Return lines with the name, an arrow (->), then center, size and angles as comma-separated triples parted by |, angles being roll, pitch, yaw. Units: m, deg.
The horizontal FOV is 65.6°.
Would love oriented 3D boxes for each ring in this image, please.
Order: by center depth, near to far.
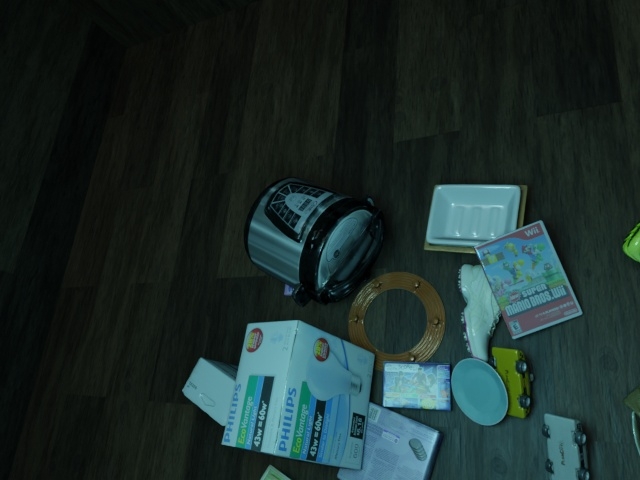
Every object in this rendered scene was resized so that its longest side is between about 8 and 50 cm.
ring -> 0.240, 0.261, 1.628 | 0.336, 0.032, 0.337 | -11, 65, 24

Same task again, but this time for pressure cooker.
pressure cooker -> 0.003, 0.002, 1.671 | 0.420, 0.375, 0.370 | 26, 112, 34

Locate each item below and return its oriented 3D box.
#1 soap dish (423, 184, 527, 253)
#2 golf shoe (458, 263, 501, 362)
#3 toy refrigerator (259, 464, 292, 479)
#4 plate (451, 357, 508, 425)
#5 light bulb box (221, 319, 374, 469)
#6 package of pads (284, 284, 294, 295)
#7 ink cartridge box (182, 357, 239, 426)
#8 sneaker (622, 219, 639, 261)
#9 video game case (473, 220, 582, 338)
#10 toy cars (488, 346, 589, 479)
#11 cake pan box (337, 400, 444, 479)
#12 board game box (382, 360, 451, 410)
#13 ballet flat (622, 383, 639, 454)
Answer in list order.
soap dish -> 0.491, -0.061, 1.570 | 0.290, 0.118, 0.229 | 4, 72, 30
golf shoe -> 0.488, 0.210, 1.466 | 0.140, 0.115, 0.307 | -8, 68, 23
toy refrigerator -> -0.083, 0.788, 1.489 | 0.269, 0.094, 0.102 | 7, 53, 50
plate -> 0.451, 0.424, 1.403 | 0.188, 0.024, 0.188 | 12, 105, 52
light bulb box -> -0.051, 0.457, 1.467 | 0.225, 0.361, 0.358 | -12, 59, 41
package of pads -> -0.094, 0.179, 1.845 | 0.083, 0.032, 0.050 | -6, 70, 27
ink cartridge box -> -0.259, 0.508, 1.632 | 0.223, 0.307, 0.129 | 23, 82, 33
sneaker -> 0.950, -0.048, 1.337 | 0.123, 0.109, 0.295 | 43, 90, 9
video game case -> 0.588, 0.111, 1.414 | 0.203, 0.025, 0.285 | -22, 84, 7
toy cars -> 0.587, 0.456, 1.317 | 0.394, 0.087, 0.177 | 57, 137, 32
cake pan box -> 0.200, 0.636, 1.473 | 0.266, 0.070, 0.246 | 13, 74, 32
board game box -> 0.290, 0.437, 1.500 | 0.201, 0.035, 0.136 | -2, 71, 17
ballet flat -> 0.826, 0.511, 1.164 | 0.124, 0.116, 0.343 | -39, 54, 34
